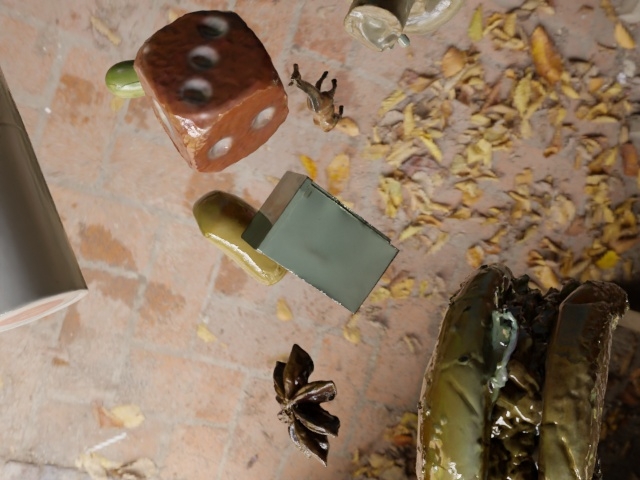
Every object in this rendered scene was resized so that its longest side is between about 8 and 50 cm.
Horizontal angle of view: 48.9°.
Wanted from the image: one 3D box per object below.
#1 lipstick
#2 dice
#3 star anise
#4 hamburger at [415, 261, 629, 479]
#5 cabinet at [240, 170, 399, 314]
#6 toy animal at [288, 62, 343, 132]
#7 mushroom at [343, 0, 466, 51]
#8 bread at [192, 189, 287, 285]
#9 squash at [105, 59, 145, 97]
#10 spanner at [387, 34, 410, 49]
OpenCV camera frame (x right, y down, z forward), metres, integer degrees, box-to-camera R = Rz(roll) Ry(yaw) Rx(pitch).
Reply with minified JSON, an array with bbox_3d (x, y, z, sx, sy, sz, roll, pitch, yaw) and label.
[{"bbox_3d":[-0.262,-0.098,0.490,0.087,0.087,0.327,-22,85,-14],"label":"lipstick"},{"bbox_3d":[-0.158,-0.220,1.050,0.179,0.175,0.174,-31,73,-14],"label":"dice"},{"bbox_3d":[-0.023,0.221,0.944,0.057,0.168,0.168,-18,101,-26],"label":"star anise"},{"bbox_3d":[0.238,0.168,0.809,0.195,0.318,0.277,6,89,25],"label":"hamburger"},{"bbox_3d":[0.000,0.000,1.209,0.206,0.145,0.150,35,88,-19],"label":"cabinet"},{"bbox_3d":[-0.009,-0.356,1.715,0.066,0.230,0.224,2,126,22],"label":"toy animal"},{"bbox_3d":[0.151,-0.496,1.321,0.292,0.292,0.290,32,50,-18],"label":"mushroom"},{"bbox_3d":[-0.140,-0.013,1.329,0.098,0.147,0.217,-43,128,3],"label":"bread"},{"bbox_3d":[-0.347,-0.367,1.526,0.250,0.083,0.083,-14,101,7],"label":"squash"},{"bbox_3d":[0.110,-0.606,1.790,0.325,0.095,0.040,41,72,-34],"label":"spanner"}]
